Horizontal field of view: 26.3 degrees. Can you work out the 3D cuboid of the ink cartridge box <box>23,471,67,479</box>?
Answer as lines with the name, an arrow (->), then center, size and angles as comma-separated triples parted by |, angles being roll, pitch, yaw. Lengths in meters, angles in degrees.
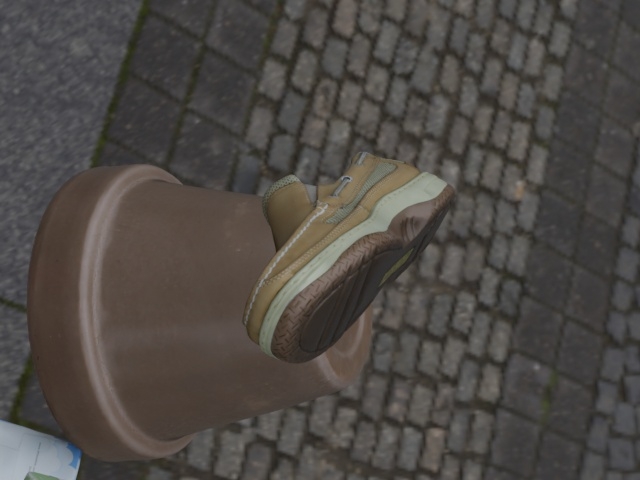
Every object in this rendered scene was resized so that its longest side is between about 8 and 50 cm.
ink cartridge box -> -0.028, 0.198, 0.688 | 0.235, 0.171, 0.056 | 23, 94, -41

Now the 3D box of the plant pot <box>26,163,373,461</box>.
plant pot -> -0.084, 0.059, 1.171 | 0.263, 0.229, 0.263 | -3, 90, -69

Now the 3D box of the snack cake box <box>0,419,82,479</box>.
snack cake box -> -0.316, 0.273, 1.225 | 0.089, 0.264, 0.152 | 22, 58, -24

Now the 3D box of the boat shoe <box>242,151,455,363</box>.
boat shoe -> 0.000, 0.000, 0.662 | 0.072, 0.068, 0.190 | 34, 25, 10
